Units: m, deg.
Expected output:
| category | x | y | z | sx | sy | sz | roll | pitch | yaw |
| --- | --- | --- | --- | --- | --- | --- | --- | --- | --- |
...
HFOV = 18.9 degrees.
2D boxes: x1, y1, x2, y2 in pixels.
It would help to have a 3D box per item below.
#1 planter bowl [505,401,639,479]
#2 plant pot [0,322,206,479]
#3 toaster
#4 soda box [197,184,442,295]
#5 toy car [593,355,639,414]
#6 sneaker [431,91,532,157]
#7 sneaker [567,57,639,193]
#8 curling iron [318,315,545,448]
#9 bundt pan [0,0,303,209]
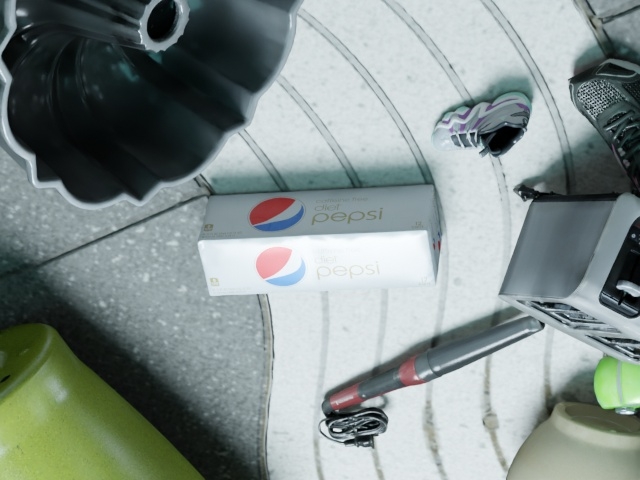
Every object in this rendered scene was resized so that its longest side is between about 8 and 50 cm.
| category | x | y | z | sx | sy | sz | roll | pitch | yaw |
| --- | --- | --- | --- | --- | --- | --- | --- | --- | --- |
| planter bowl | 0.263 | 0.221 | 1.870 | 0.162 | 0.162 | 0.109 | 12 | 101 | 0 |
| plant pot | -0.273 | 0.284 | 1.897 | 0.366 | 0.366 | 0.353 | -22 | 109 | 24 |
| toaster | 0.264 | 0.032 | 1.694 | 0.168 | 0.110 | 0.185 | 28 | 169 | -22 |
| soda box | 0.000 | 0.000 | 1.774 | 0.216 | 0.074 | 0.069 | -3 | 127 | 11 |
| toy car | 0.350 | 0.127 | 1.758 | 0.225 | 0.239 | 0.053 | -5 | 169 | 30 |
| sneaker | 0.138 | -0.090 | 1.685 | 0.098 | 0.069 | 0.038 | -25 | 120 | 25 |
| sneaker | 0.286 | -0.081 | 1.664 | 0.178 | 0.077 | 0.072 | 40 | 122 | -20 |
| curling iron | 0.108 | 0.132 | 1.886 | 0.274 | 0.035 | 0.068 | -33 | 121 | 30 |
| bundt pan | -0.162 | -0.197 | 1.527 | 0.124 | 0.331 | 0.331 | 31 | 138 | 35 |
